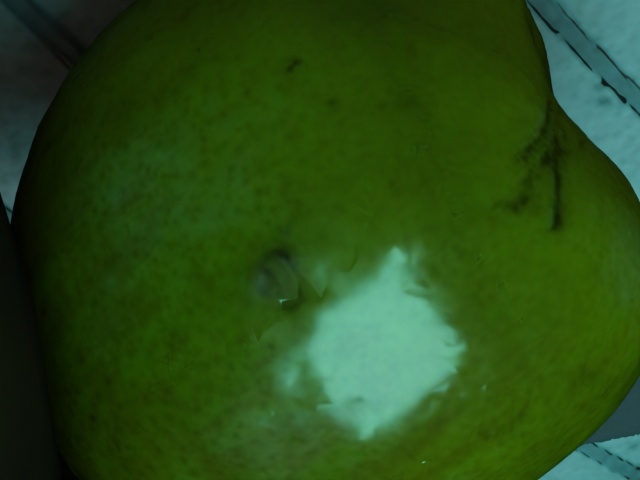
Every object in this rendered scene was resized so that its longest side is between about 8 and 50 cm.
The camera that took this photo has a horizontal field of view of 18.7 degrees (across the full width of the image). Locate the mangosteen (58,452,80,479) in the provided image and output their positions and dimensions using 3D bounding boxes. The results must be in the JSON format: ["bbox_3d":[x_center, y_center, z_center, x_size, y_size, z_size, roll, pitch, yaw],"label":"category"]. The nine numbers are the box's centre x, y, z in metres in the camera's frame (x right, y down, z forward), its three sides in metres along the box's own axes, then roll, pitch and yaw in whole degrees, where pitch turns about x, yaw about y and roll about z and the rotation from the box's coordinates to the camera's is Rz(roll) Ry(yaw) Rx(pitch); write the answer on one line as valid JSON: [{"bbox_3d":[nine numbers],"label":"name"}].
[{"bbox_3d":[-0.119,0.156,0.738,0.231,0.231,0.289,2,90,-9],"label":"mangosteen"}]

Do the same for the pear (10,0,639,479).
[{"bbox_3d":[0.000,0.000,0.602,0.200,0.200,0.200,-4,131,-4],"label":"pear"}]

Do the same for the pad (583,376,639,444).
[{"bbox_3d":[0.063,0.054,0.777,0.188,0.006,0.113,-11,131,2],"label":"pad"}]

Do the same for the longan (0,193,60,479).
[{"bbox_3d":[-0.243,0.045,0.481,0.336,0.404,0.404,-39,128,-3],"label":"longan"}]
